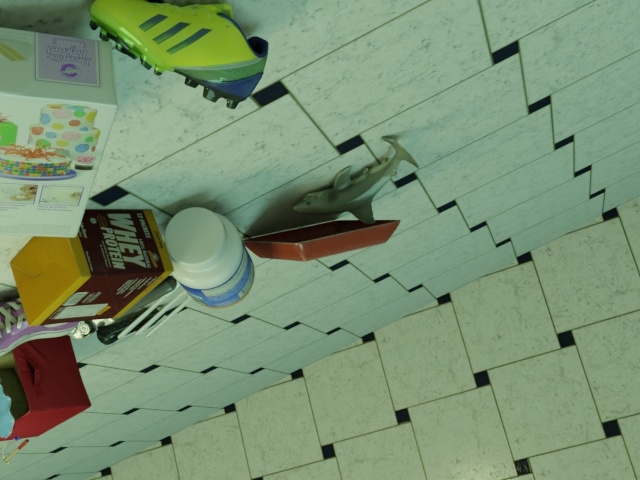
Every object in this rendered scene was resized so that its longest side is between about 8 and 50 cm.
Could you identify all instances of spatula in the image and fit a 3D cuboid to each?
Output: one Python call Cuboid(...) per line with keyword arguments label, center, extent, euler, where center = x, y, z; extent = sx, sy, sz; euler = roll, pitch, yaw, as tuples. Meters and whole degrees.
Cuboid(label="spatula", center=(-0.356, 0.150, 2.043), extent=(0.242, 0.019, 0.168), euler=(-39, 164, 13))

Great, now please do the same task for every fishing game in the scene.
Cuboid(label="fishing game", center=(-0.684, 0.326, 1.819), extent=(0.041, 0.264, 0.189), euler=(-25, 168, -48))

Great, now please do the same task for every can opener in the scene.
Cuboid(label="can opener", center=(-0.434, 0.125, 1.879), extent=(0.280, 0.074, 0.093), euler=(-27, -164, 15))

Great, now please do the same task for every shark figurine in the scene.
Cuboid(label="shark figurine", center=(0.101, -0.098, 1.808), extent=(0.278, 0.116, 0.166), euler=(-30, 162, 25))

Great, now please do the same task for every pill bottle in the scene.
Cuboid(label="pill bottle", center=(-0.219, 0.032, 1.716), extent=(0.152, 0.152, 0.272), euler=(-23, 162, -2))

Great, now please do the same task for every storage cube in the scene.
Cuboid(label="storage cube", center=(-0.661, 0.328, 1.963), extent=(0.215, 0.184, 0.193), euler=(-30, 161, 20))

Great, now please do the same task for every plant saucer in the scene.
Cuboid(label="plant saucer", center=(0.000, 0.000, 1.875), extent=(0.258, 0.048, 0.259), euler=(-13, -173, -30))

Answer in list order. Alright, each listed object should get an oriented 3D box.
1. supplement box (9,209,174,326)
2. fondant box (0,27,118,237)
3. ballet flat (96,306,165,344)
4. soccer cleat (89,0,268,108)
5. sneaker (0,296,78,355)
Cuboid(label="supplement box", center=(-0.405, 0.047, 1.565), extent=(0.194, 0.129, 0.191), euler=(-2, 152, -49))
Cuboid(label="fondant box", center=(-0.396, -0.120, 1.074), extent=(0.238, 0.096, 0.330), euler=(3, 153, -23))
Cuboid(label="ballet flat", center=(-0.447, 0.192, 2.088), extent=(0.173, 0.049, 0.057), euler=(-23, 146, -21))
Cuboid(label="soccer cleat", center=(-0.170, -0.259, 1.103), extent=(0.289, 0.093, 0.121), euler=(17, 106, -57))
Cuboid(label="sneaker", center=(-0.559, 0.129, 1.681), extent=(0.282, 0.102, 0.161), euler=(-18, 161, -50))
